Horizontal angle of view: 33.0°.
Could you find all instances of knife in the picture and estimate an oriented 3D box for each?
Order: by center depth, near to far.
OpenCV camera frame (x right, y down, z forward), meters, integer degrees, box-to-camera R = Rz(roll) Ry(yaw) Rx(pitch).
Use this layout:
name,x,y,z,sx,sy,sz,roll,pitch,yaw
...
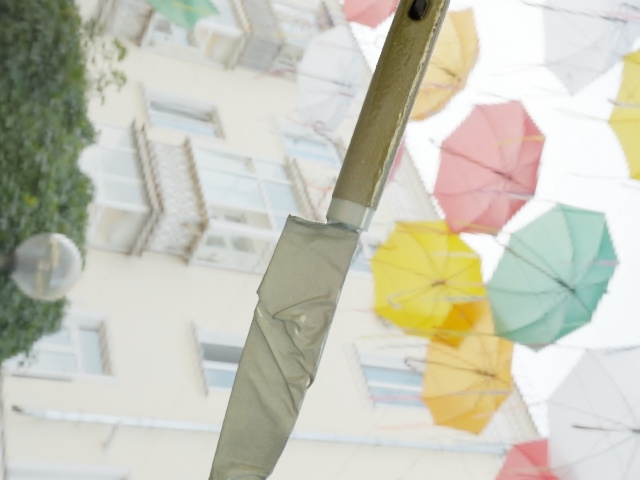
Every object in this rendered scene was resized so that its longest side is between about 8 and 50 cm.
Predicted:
name,x,y,z,sx,sy,sz,roll,pitch,yaw
knife,0.000,0.000,0.547,0.017,0.047,0.297,57,52,-78
